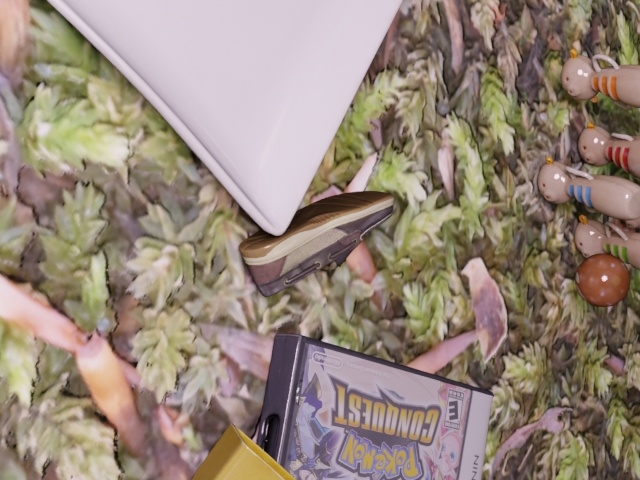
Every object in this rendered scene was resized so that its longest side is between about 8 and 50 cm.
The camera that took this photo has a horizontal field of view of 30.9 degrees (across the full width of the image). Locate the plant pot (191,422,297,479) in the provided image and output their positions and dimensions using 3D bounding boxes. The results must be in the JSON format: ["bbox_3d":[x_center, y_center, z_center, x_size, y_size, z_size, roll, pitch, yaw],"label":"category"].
[{"bbox_3d":[-0.057,0.193,0.819,0.081,0.081,0.083,42,84,-9],"label":"plant pot"}]

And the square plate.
[{"bbox_3d":[-0.070,-0.237,0.844,0.347,0.049,0.344,47,56,-36],"label":"square plate"}]

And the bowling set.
[{"bbox_3d":[0.288,-0.040,1.193,0.200,0.154,0.287,-46,125,-16],"label":"bowling set"}]

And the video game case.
[{"bbox_3d":[0.043,0.226,0.972,0.275,0.035,0.248,22,74,-46],"label":"video game case"}]

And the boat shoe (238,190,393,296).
[{"bbox_3d":[0.000,0.000,0.919,0.152,0.056,0.049,-23,111,-36],"label":"boat shoe"}]
